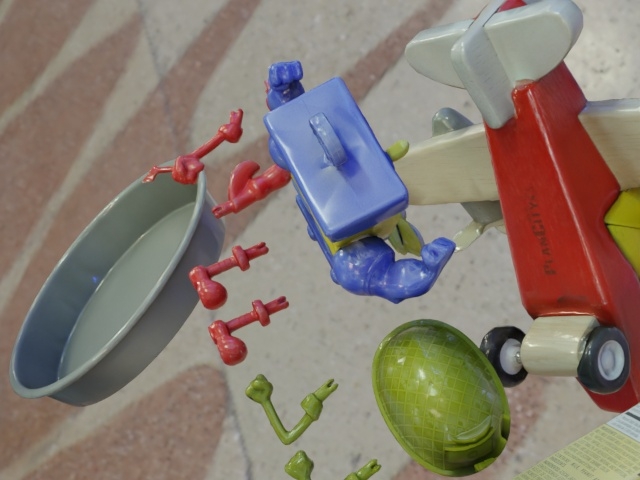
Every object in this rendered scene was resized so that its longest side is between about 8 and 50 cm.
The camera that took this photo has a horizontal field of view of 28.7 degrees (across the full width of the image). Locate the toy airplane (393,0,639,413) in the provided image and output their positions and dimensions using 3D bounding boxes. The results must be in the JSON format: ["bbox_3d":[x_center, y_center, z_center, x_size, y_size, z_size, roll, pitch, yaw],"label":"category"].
[{"bbox_3d":[0.247,-0.072,1.172,0.386,0.272,0.384,45,138,26],"label":"toy airplane"}]

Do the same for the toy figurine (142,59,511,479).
[{"bbox_3d":[0.000,0.000,0.904,0.191,0.217,0.363,-22,67,-9],"label":"toy figurine"}]

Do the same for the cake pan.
[{"bbox_3d":[-0.201,0.046,1.266,0.293,0.054,0.293,-37,29,25],"label":"cake pan"}]

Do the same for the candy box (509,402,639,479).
[{"bbox_3d":[0.263,0.218,0.925,0.316,0.183,0.087,-28,19,-14],"label":"candy box"}]
